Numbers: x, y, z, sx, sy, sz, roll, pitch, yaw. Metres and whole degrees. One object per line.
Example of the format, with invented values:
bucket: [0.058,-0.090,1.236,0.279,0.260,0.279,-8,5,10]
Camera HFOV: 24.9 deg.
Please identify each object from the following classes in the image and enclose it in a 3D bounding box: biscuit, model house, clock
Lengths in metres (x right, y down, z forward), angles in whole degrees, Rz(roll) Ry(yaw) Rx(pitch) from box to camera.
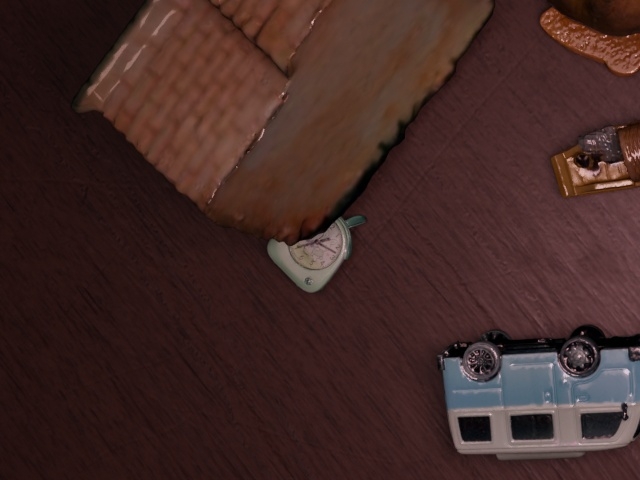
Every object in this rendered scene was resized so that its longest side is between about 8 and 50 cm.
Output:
biscuit: [0.416,-0.288,1.923,0.250,0.035,0.162,4,84,14]
model house: [-0.083,-0.287,1.900,0.400,0.395,0.445,41,103,23]
clock: [0.000,0.000,2.024,0.135,0.041,0.101,-45,79,9]

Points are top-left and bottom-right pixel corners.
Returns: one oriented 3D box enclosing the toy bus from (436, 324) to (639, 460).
toy bus: [0.302,0.201,1.900,0.271,0.133,0.165,-4,93,17]

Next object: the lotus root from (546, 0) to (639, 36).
lotus root: [0.384,-0.395,1.845,0.272,0.192,0.272,-3,83,22]

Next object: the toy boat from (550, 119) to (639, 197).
toy boat: [0.452,-0.123,1.871,0.310,0.115,0.089,-12,86,14]
